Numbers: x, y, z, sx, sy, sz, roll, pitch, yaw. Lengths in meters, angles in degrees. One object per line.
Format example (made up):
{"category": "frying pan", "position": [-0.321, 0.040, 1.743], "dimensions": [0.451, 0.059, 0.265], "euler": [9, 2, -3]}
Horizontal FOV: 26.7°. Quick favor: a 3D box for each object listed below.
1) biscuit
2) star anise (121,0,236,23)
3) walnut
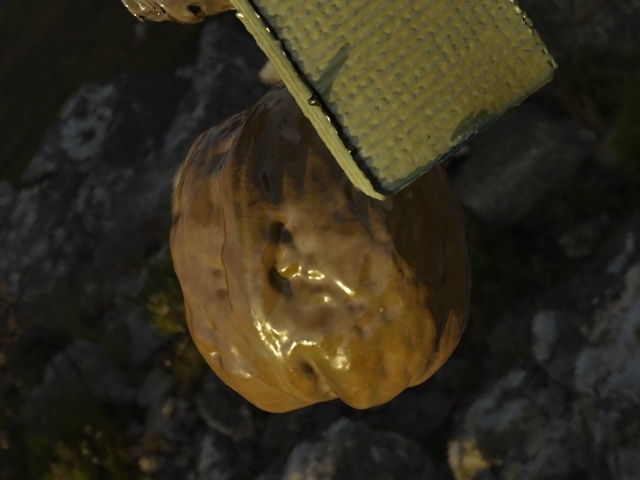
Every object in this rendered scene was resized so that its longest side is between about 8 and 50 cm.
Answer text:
{"category": "biscuit", "position": [0.017, -0.130, 0.659], "dimensions": [0.121, 0.199, 0.040], "euler": [-37, 12, -14]}
{"category": "star anise", "position": [-0.210, -0.316, 1.342], "dimensions": [0.332, 0.332, 0.117], "euler": [8, 62, 53]}
{"category": "walnut", "position": [-0.003, 0.001, 1.388], "dimensions": [0.306, 0.306, 0.344], "euler": [-8, 94, 47]}
